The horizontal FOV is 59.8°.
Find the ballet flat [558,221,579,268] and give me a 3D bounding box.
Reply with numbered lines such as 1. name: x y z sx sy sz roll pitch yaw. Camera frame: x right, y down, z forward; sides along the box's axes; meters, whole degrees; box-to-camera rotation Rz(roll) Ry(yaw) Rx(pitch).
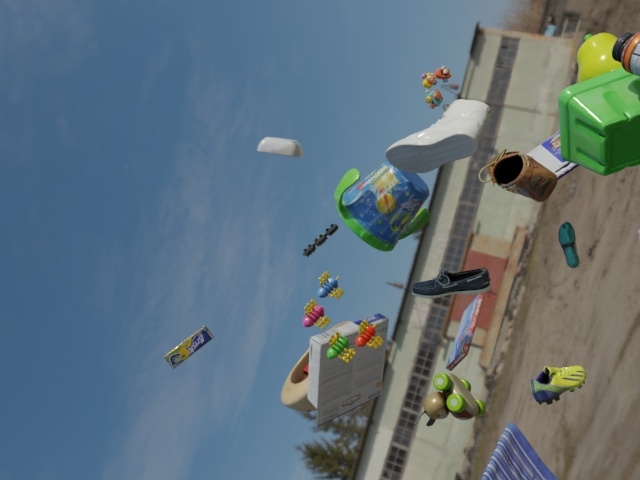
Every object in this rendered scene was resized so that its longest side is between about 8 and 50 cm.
1. ballet flat: 0.876 0.019 1.967 0.052 0.057 0.168 12 -109 -64

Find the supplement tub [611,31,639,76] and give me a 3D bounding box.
1. supplement tub: 0.792 -0.432 1.311 0.106 0.198 0.105 -15 -52 -20

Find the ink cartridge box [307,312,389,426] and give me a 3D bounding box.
1. ink cartridge box: 0.097 0.451 1.973 0.324 0.072 0.329 -13 -64 -38

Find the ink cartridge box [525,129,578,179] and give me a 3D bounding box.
1. ink cartridge box: 0.838 -0.278 1.966 0.304 0.072 0.307 -36 20 17

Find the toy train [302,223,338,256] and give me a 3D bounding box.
1. toy train: 0.000 0.000 1.836 0.158 0.027 0.036 -42 -18 20

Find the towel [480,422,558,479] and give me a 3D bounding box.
1. towel: 0.569 0.697 1.572 0.040 0.243 0.336 -39 -6 36

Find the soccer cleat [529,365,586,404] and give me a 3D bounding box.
1. soccer cleat: 0.912 0.525 2.128 0.289 0.093 0.121 -18 -97 -31

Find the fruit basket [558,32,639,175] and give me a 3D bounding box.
1. fruit basket: 0.827 -0.394 1.532 0.392 0.393 0.282 -61 -38 -37

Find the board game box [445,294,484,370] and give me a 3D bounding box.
1. board game box: 0.544 0.342 2.086 0.281 0.027 0.145 -59 -8 -39

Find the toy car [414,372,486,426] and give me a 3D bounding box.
1. toy car: 0.371 0.510 1.686 0.155 0.148 0.188 25 -66 -44

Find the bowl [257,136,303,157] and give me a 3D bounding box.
1. bowl: -0.128 -0.308 1.827 0.142 0.142 0.053 -47 -34 -75

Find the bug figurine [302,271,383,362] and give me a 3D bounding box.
1. bug figurine: 0.053 0.242 1.685 0.216 0.279 0.072 -36 -3 -43

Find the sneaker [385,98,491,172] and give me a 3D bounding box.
1. sneaker: 0.320 -0.282 1.493 0.108 0.293 0.169 50 -123 -28

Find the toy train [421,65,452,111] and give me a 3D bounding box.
1. toy train: 0.417 -0.537 1.936 0.046 0.125 0.166 153 116 -67

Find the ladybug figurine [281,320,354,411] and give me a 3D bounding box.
1. ladybug figurine: 0.028 0.525 2.290 0.449 0.162 0.305 -48 14 -17

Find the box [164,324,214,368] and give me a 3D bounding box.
1. box: -0.446 0.360 1.892 0.169 0.054 0.059 -38 4 -15

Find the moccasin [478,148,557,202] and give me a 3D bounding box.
1. moccasin: 0.590 -0.212 1.731 0.139 0.147 0.380 -60 8 20

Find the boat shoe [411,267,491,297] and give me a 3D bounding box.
1. boat shoe: 0.417 0.134 1.799 0.095 0.255 0.079 -49 -51 -58

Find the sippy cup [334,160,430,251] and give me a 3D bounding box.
1. sippy cup: 0.205 -0.123 1.711 0.224 0.240 0.306 -49 -15 24

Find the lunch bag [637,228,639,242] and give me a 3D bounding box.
1. lunch bag: 1.373 -0.019 2.318 0.053 0.083 0.071 -30 -73 -53
